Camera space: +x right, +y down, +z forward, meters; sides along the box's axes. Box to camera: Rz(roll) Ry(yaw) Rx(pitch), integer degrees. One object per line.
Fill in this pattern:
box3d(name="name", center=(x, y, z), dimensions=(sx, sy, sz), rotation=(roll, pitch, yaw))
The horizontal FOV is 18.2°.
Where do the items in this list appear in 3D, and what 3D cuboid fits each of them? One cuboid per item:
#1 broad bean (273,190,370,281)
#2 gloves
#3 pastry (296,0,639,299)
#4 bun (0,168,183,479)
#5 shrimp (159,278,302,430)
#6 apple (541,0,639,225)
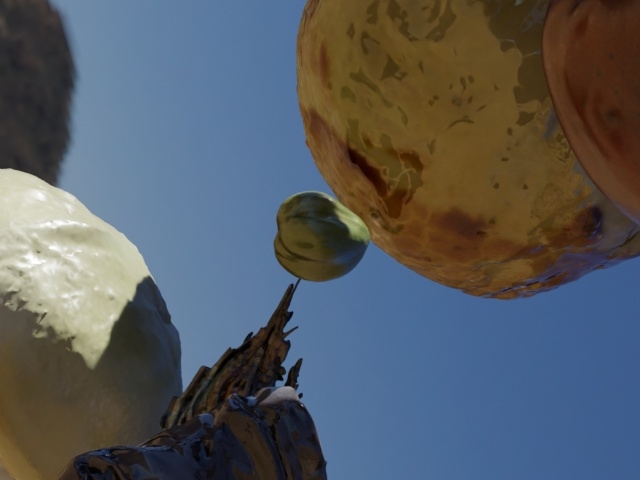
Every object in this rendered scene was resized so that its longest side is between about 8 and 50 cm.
box3d(name="broad bean", center=(0.000, 0.000, 1.293), dimensions=(0.083, 0.063, 0.045), rotation=(65, 9, -61))
box3d(name="gloves", center=(-0.109, 0.190, 1.191), dimensions=(0.119, 0.285, 0.142), rotation=(5, -59, 45))
box3d(name="pastry", center=(0.150, -0.122, 1.758), dimensions=(0.388, 0.313, 0.388), rotation=(36, 8, -6))
box3d(name="bun", center=(-0.228, 0.084, 1.703), dimensions=(0.364, 0.202, 0.364), rotation=(54, -13, 18))
box3d(name="shrimp", center=(-0.069, 0.130, 1.523), dimensions=(0.233, 0.090, 0.079), rotation=(-65, 169, 4))
box3d(name="apple", center=(0.255, -0.104, 1.242), dimensions=(0.234, 0.234, 0.234), rotation=(163, -90, -80))
